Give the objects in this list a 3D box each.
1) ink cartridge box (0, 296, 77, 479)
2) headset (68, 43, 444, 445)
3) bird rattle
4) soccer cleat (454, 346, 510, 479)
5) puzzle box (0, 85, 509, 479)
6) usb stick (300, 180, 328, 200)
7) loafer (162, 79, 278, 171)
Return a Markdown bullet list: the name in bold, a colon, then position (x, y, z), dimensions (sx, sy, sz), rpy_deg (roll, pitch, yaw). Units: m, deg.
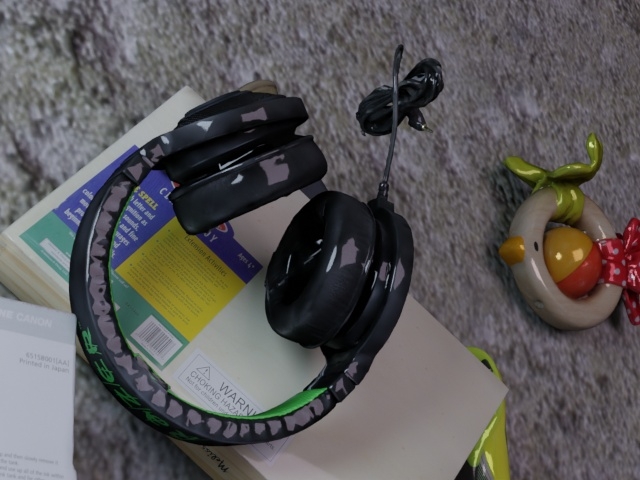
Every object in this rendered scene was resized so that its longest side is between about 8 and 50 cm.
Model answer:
- **ink cartridge box**: position (-0.286, 0.139, 0.891), dimensions (0.275, 0.060, 0.238), rpy_deg (17, 56, -37)
- **headset**: position (-0.033, -0.013, 1.115), dimensions (0.243, 0.185, 0.394), rpy_deg (48, 65, -11)
- **bird rattle**: position (0.286, 0.013, 1.575), dimensions (0.207, 0.143, 0.253), rpy_deg (-50, 118, -35)
- **soccer cleat**: position (0.141, 0.238, 1.316), dimensions (0.121, 0.094, 0.289), rpy_deg (60, 24, -50)
- **puzzle box**: position (-0.047, 0.075, 1.177), dimensions (0.409, 0.052, 0.272), rpy_deg (44, 43, -1)
- **usb stick**: position (0.000, 0.000, 1.326), dimensions (0.077, 0.045, 0.278), rpy_deg (-31, 91, -49)
- **loafer**: position (-0.081, -0.088, 1.203), dimensions (0.050, 0.056, 0.148), rpy_deg (47, 53, 2)
